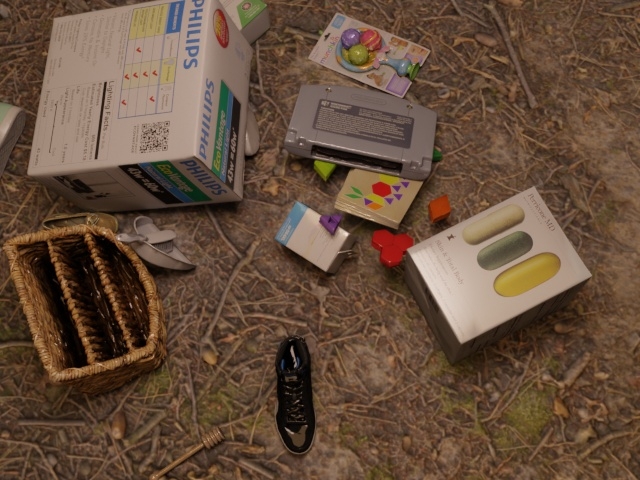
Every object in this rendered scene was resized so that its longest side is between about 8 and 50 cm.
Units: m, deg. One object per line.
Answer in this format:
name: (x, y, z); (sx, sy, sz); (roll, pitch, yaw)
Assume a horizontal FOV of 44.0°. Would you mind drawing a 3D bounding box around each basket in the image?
basket: (-0.423, 0.116, 1.500); (0.213, 0.223, 0.299); (-24, 70, -4)

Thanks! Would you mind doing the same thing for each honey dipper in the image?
honey dipper: (-0.254, 0.406, 1.490); (0.160, 0.030, 0.030); (-34, 72, -6)

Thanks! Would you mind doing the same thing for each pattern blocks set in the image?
pattern blocks set: (0.121, -0.104, 1.580); (0.285, 0.026, 0.325); (31, 53, 16)

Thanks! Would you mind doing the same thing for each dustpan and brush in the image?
dustpan and brush: (-0.334, 0.002, 1.539); (0.147, 0.211, 0.060); (43, 114, 16)

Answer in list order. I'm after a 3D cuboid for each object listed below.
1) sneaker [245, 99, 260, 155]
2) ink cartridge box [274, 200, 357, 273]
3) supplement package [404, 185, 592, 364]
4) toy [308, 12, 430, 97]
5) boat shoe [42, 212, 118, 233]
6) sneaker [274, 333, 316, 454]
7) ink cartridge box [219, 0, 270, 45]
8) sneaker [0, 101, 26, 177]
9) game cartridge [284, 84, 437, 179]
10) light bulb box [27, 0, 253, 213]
sneaker: (-0.193, -0.264, 1.700); (0.094, 0.080, 0.212); (-20, 65, 11)
ink cartridge box: (0.000, 0.000, 1.567); (0.143, 0.092, 0.090); (33, 94, 14)
supplement package: (0.317, 0.069, 1.474); (0.262, 0.198, 0.199); (-26, 71, -5)
toy: (0.105, -0.418, 1.731); (0.237, 0.056, 0.137); (27, 74, 12)
boat shoe: (-0.495, -0.032, 1.637); (0.152, 0.048, 0.056); (7, 98, 8)
sneaker: (-0.054, 0.282, 1.469); (0.079, 0.121, 0.217); (-5, 71, 3)
ink cartridge box: (-0.239, -0.512, 1.769); (0.212, 0.093, 0.154); (42, 78, 14)
sneaker: (-0.755, -0.194, 1.696); (0.151, 0.094, 0.256); (17, 63, 4)
game cartridge: (0.088, -0.231, 1.629); (0.297, 0.062, 0.198); (12, 46, 2)
light bulb box: (-0.346, -0.263, 1.583); (0.360, 0.225, 0.358); (-3, 71, 17)
